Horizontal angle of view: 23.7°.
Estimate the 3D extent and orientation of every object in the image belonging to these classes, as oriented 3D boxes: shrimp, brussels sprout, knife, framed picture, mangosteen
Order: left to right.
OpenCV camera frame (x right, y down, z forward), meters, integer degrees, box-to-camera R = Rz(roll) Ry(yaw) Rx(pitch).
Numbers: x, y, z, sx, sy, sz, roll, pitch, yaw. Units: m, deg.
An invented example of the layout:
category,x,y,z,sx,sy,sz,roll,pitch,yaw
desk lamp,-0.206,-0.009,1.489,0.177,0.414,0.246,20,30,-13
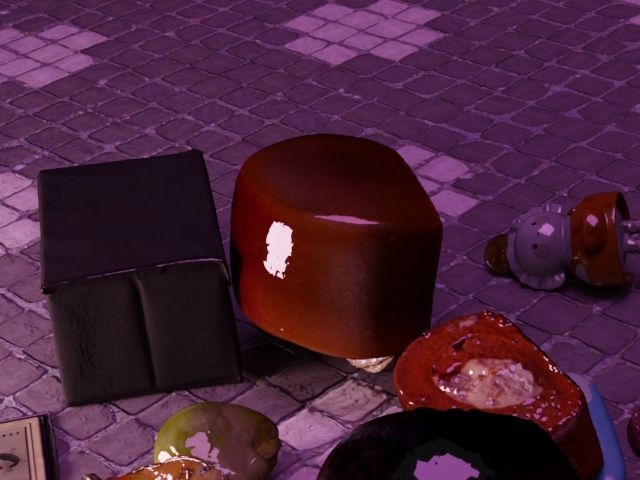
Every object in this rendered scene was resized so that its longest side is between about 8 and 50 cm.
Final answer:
category,x,y,z,sx,sy,sz,roll,pitch,yaw
framed picture,-0.434,0.288,1.948,0.195,0.010,0.199,-10,30,-9
shrimp,-0.185,0.312,1.749,0.294,0.154,0.062,11,4,39
brussels sprout,-0.130,0.269,1.826,0.145,0.131,0.183,21,32,1
mangosteen,0.139,0.315,1.574,0.300,0.300,0.300,-4,30,2
knife,0.334,0.239,1.900,0.064,0.031,0.222,-9,33,-1

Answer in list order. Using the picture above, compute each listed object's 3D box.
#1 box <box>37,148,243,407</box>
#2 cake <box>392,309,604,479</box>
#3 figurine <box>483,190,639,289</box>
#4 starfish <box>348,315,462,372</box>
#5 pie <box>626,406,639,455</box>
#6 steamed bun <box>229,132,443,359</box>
category,x,y,z,sx,sy,sz,roll,pitch,yaw
box,-0.259,0.046,2.150,0.251,0.204,0.345,-9,30,-5
cake,0.209,0.212,1.849,0.177,0.151,0.283,-31,38,-8
figurine,0.372,0.005,2.224,0.271,0.143,0.143,-14,20,38
starfish,0.060,0.112,2.132,0.277,0.062,0.236,-6,29,6
pie,0.457,0.234,1.879,0.153,0.038,0.153,-6,30,3
steamed bun,0.000,0.000,2.050,0.248,0.235,0.379,0,23,-13
